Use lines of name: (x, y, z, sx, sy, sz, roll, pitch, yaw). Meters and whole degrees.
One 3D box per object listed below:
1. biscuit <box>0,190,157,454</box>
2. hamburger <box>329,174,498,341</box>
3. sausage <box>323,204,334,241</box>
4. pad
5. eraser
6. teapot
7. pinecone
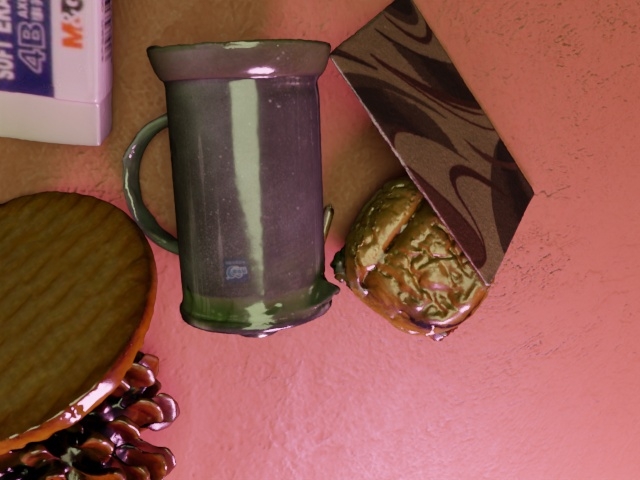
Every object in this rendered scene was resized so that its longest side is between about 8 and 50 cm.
biscuit: (-0.329, 0.076, 0.703, 0.318, 0.318, 0.040, -22, 145, -5)
hamburger: (0.133, 0.027, 0.839, 0.206, 0.130, 0.183, 38, 90, -12)
sausage: (0.000, 0.000, 0.866, 0.015, 0.015, 0.100, 15, 98, -12)
pad: (0.155, -0.132, 0.796, 0.330, 0.004, 0.220, 52, 46, -15)
eraser: (-0.291, -0.246, 0.695, 0.124, 0.081, 0.279, 4, 117, -9)
teapot: (-0.110, -0.055, 0.759, 0.270, 0.200, 0.337, 2, 104, 17)
pinecone: (-0.293, 0.240, 0.745, 0.264, 0.264, 0.264, -2, 101, -9)
